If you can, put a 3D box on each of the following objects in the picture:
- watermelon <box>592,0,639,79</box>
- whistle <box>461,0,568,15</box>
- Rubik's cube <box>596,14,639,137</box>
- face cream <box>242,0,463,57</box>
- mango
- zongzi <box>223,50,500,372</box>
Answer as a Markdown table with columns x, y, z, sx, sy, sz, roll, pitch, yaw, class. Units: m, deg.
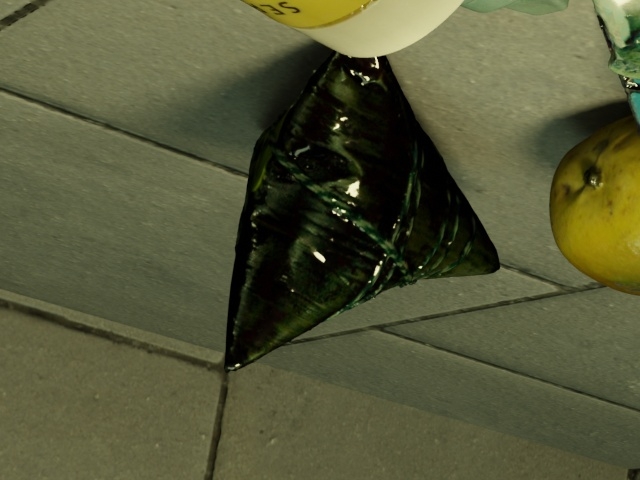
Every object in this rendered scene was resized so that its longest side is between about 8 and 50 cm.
| x | y | z | sx | sy | sz | roll | pitch | yaw | class |
| --- | --- | --- | --- | --- | --- | --- | --- | --- | --- |
| 0.272 | -0.223 | 1.308 | 0.224 | 0.180 | 0.305 | -31 | 134 | 1 | watermelon |
| 0.103 | -0.244 | 1.561 | 0.274 | 0.093 | 0.186 | 18 | 162 | -38 | whistle |
| 0.384 | -0.155 | 1.802 | 0.178 | 0.211 | 0.190 | -16 | -169 | 14 | Rubik's cube |
| -0.001 | -0.261 | 1.311 | 0.179 | 0.218 | 0.218 | 24 | 159 | -39 | face cream |
| 0.422 | -0.027 | 1.962 | 0.365 | 0.182 | 0.253 | 8 | 163 | 7 | mango |
| 0.000 | 0.000 | 2.004 | 0.319 | 0.362 | 0.383 | 25 | 170 | 13 | zongzi |
